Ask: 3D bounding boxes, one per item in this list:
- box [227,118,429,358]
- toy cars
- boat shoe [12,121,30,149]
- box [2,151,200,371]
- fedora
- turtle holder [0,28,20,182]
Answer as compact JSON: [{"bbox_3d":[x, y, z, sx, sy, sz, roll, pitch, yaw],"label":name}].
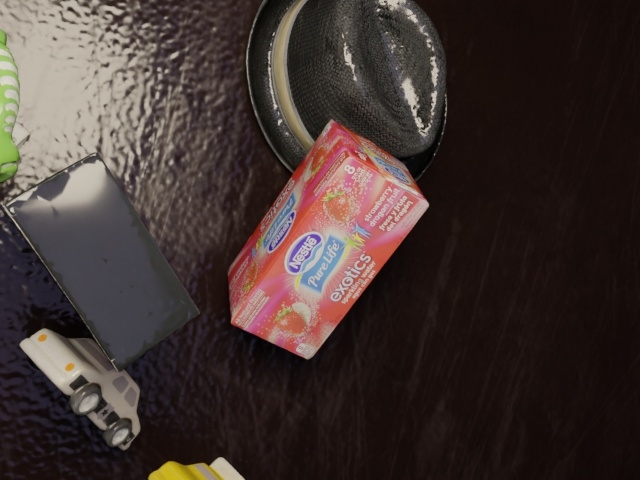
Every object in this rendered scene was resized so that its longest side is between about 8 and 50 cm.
[{"bbox_3d":[0.000,0.000,0.892,0.122,0.128,0.257,28,111,-22],"label":"box"},{"bbox_3d":[-0.192,0.237,0.852,0.087,0.176,0.394,-44,108,-21],"label":"toy cars"},{"bbox_3d":[-0.402,-0.047,0.797,0.075,0.083,0.226,31,80,-20],"label":"boat shoe"},{"bbox_3d":[-0.243,0.015,0.771,0.103,0.261,0.184,-37,106,-17],"label":"box"},{"bbox_3d":[0.067,-0.215,0.953,0.333,0.152,0.334,-1,93,-23],"label":"fedora"},{"bbox_3d":[-0.426,-0.142,0.689,0.320,0.243,0.228,22,84,-13],"label":"turtle holder"}]
